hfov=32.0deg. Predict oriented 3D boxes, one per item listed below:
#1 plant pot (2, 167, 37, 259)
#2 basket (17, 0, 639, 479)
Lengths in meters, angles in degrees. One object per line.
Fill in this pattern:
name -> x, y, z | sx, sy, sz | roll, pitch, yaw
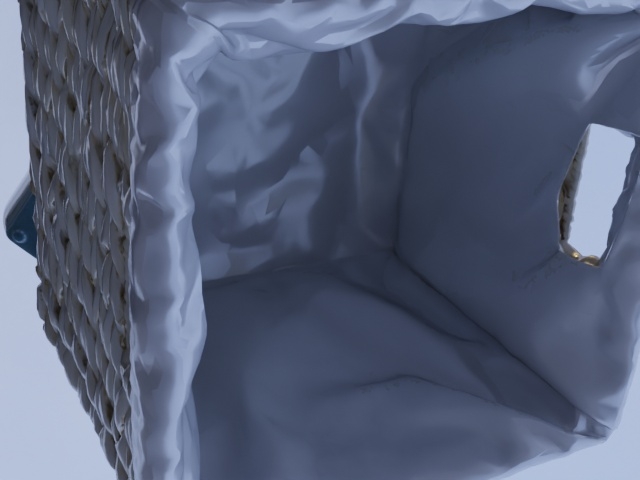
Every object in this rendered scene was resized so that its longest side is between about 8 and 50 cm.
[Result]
plant pot -> -0.397, -0.068, 1.896 | 0.247, 0.248, 0.252 | -48, -171, 31
basket -> 0.010, -0.036, 0.669 | 0.266, 0.331, 0.328 | 46, -41, 50
